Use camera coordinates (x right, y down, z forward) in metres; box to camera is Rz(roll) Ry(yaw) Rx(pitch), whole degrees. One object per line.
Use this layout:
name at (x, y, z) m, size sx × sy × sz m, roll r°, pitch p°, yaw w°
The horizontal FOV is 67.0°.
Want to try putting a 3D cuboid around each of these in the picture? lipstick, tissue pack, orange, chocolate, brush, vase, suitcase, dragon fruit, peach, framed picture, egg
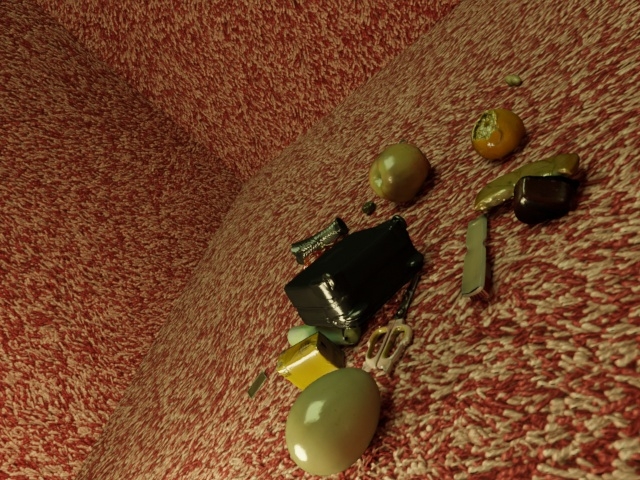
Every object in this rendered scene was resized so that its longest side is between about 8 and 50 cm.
lipstick at (0.006, 0.289, 1.487) m, size 0.304 × 0.076 × 0.076 m, roll -20°, pitch 35°, yaw 51°
tissue pack at (-0.028, 0.349, 1.389) m, size 0.169 × 0.120 × 0.082 m, roll -35°, pitch 23°, yaw 29°
orange at (0.518, -0.317, 1.430) m, size 0.154 × 0.134 × 0.155 m, roll -42°, pitch 15°, yaw 14°
chocolate at (0.507, -0.091, 1.108) m, size 0.148 × 0.125 × 0.080 m, roll -18°, pitch 54°, yaw 47°
brush at (0.394, 0.037, 1.203) m, size 0.060 × 0.050 × 0.321 m, roll -37°, pitch 17°, yaw 36°
vase at (0.000, 0.000, 1.960) m, size 0.237 × 0.115 × 0.115 m, roll -35°, pitch 25°, yaw 23°
suitcase at (0.088, 0.096, 1.409) m, size 0.345 × 0.188 × 0.339 m, roll -39°, pitch 13°, yaw -27°
dragon fruit at (0.001, 0.092, 1.725) m, size 0.317 × 0.152 × 0.205 m, roll -45°, pitch 20°, yaw 10°
peach at (0.290, -0.237, 1.696) m, size 0.232 × 0.232 × 0.232 m, roll -41°, pitch 23°, yaw 21°
framed picture at (-0.219, 0.498, 1.665) m, size 0.089 × 0.006 × 0.066 m, roll -53°, pitch 22°, yaw -10°
egg at (0.033, 0.400, 1.090) m, size 0.253 × 0.188 × 0.188 m, roll -45°, pitch 19°, yaw -18°

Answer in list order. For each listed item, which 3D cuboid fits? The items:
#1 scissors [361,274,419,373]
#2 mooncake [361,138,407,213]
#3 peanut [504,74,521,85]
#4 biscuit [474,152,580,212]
scissors at (0.204, 0.214, 1.295) m, size 0.160 × 0.024 × 0.317 m, roll -20°, pitch 34°, yaw 52°
mooncake at (0.267, -0.250, 1.928) m, size 0.150 × 0.057 × 0.347 m, roll -9°, pitch 49°, yaw 40°
peanut at (0.666, -0.555, 1.671) m, size 0.037 × 0.037 × 0.083 m, roll -46°, pitch 19°, yaw 7°
biscuit at (0.517, -0.155, 1.221) m, size 0.154 × 0.045 × 0.299 m, roll -42°, pitch 9°, yaw -36°
